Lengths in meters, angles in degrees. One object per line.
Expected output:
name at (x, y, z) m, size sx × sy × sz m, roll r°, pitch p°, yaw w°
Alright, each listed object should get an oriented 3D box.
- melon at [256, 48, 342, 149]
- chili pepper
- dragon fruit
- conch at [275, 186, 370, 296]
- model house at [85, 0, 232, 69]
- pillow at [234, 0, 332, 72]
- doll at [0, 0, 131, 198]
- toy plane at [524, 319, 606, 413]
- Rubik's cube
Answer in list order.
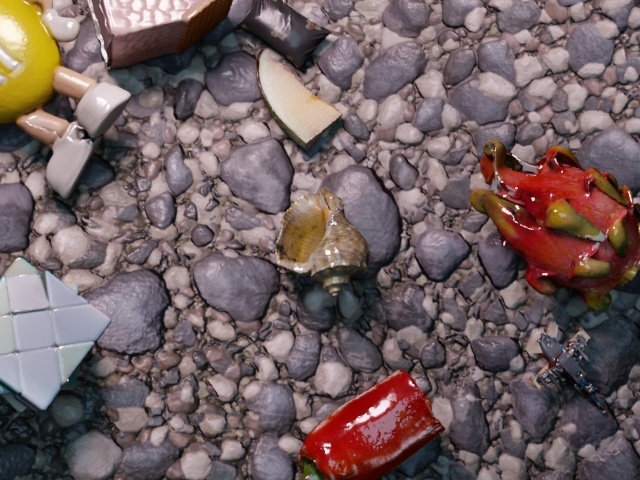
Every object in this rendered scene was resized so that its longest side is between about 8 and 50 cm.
melon at (-0.059, -0.248, 1.948) m, size 0.182 × 0.054 × 0.098 m, roll 41°, pitch 75°, yaw 1°
chili pepper at (0.033, 0.353, 1.829) m, size 0.338 × 0.131 × 0.134 m, roll -35°, pitch 111°, yaw -13°
dragon fruit at (0.402, -0.034, 1.888) m, size 0.227 × 0.243 × 0.307 m, roll -54°, pitch 50°, yaw 12°
conch at (0.000, 0.000, 1.878) m, size 0.155 × 0.130 × 0.207 m, roll -1°, pitch 67°, yaw -18°
model house at (-0.274, -0.435, 1.888) m, size 0.238 × 0.202 × 0.236 m, roll -14°, pitch 79°, yaw -12°
pillow at (-0.065, -0.372, 1.966) m, size 0.150 × 0.048 × 0.090 m, roll 35°, pitch 78°, yaw -2°
doll at (-0.520, -0.263, 1.861) m, size 0.423 × 0.161 × 0.348 m, roll 12°, pitch 97°, yaw 7°
toy plane at (0.435, 0.228, 1.916) m, size 0.135 × 0.062 × 0.188 m, roll -42°, pitch 87°, yaw -10°
Rubik's cube at (-0.474, 0.166, 1.781) m, size 0.224 × 0.213 × 0.265 m, roll 41°, pitch 69°, yaw -13°
